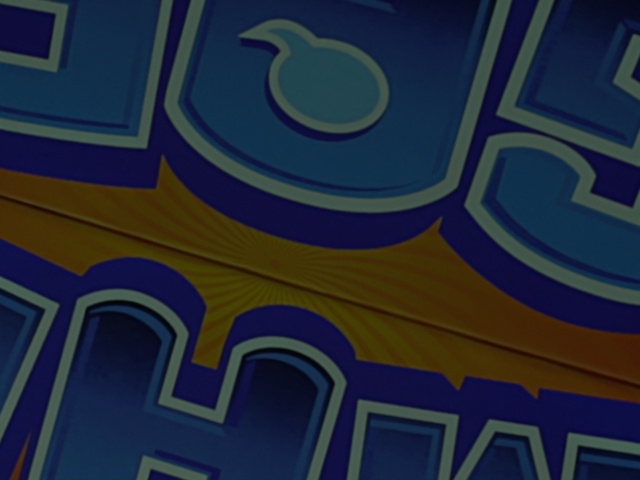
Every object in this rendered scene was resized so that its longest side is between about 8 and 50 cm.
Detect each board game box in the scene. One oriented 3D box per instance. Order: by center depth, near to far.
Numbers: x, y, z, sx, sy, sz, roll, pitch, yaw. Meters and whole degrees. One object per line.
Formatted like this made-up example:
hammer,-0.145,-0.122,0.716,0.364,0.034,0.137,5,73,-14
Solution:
board game box,0.000,0.000,0.568,0.356,0.357,0.356,17,5,5
